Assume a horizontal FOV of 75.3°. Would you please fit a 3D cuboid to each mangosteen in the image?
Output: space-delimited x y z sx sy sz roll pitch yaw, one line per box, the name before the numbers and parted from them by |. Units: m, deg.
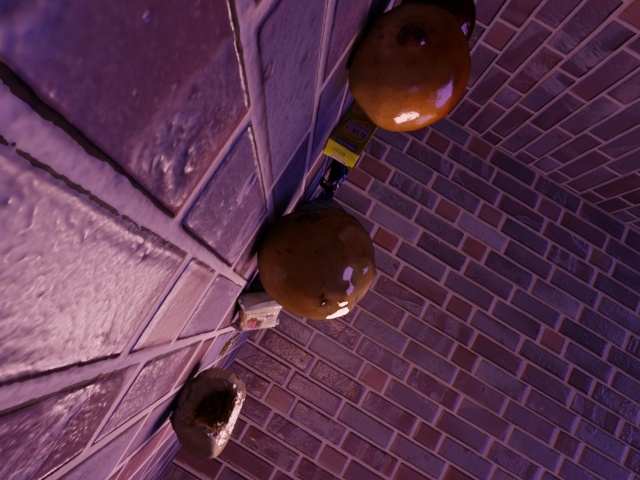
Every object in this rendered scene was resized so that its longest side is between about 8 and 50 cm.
mangosteen | 0.316 -0.618 1.151 0.215 0.215 0.258 120 -18 -51

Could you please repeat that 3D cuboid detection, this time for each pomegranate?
pomegranate | 0.187 -0.367 0.888 0.264 0.264 0.264 -59 179 -1
pomegranate | -0.010 0.067 1.155 0.333 0.332 0.332 -59 179 -1

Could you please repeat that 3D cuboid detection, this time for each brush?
brush | -0.432 0.499 2.029 0.085 0.020 0.336 -59 179 0

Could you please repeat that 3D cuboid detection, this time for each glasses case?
glasses case | -0.181 0.118 1.633 0.131 0.074 0.323 -61 178 35

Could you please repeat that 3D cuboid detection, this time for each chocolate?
chocolate | 0.049 -0.231 1.754 0.148 0.126 0.343 48 63 -46

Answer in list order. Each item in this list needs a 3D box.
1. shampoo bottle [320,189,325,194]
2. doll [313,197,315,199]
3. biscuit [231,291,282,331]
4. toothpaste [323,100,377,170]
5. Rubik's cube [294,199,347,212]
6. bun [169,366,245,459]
shampoo bottle | 0.008 -0.203 2.149 0.221 0.051 0.108 -58 176 -26
doll | -0.036 -0.039 1.843 0.270 0.162 0.167 -53 150 -25
biscuit | -0.216 0.254 1.478 0.309 0.186 0.079 116 -32 -57
toothpaste | 0.133 -0.380 1.335 0.327 0.110 0.077 -58 -179 -29
Rubik's cube | 0.000 0.000 1.558 0.264 0.319 0.319 5 119 -60
bun | -0.374 0.551 1.355 0.281 0.204 0.282 19 90 -81
